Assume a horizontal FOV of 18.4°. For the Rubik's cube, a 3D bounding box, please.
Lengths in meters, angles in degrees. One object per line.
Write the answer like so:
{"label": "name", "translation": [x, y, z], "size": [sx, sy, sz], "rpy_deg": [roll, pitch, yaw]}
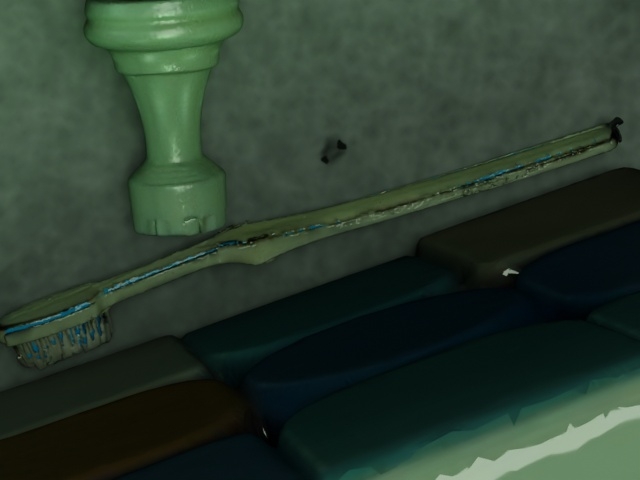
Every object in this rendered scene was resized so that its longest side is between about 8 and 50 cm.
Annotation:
{"label": "Rubik's cube", "translation": [0.071, 0.193, 0.737], "size": [0.344, 0.346, 0.347], "rpy_deg": [-20, 98, -10]}

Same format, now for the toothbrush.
{"label": "toothbrush", "translation": [-0.001, -0.005, 0.865], "size": [0.294, 0.026, 0.028], "rpy_deg": [-21, 118, -8]}

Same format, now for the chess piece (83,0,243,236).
{"label": "chess piece", "translation": [-0.063, -0.055, 0.832], "size": [0.067, 0.067, 0.103], "rpy_deg": [-7, 106, -11]}
